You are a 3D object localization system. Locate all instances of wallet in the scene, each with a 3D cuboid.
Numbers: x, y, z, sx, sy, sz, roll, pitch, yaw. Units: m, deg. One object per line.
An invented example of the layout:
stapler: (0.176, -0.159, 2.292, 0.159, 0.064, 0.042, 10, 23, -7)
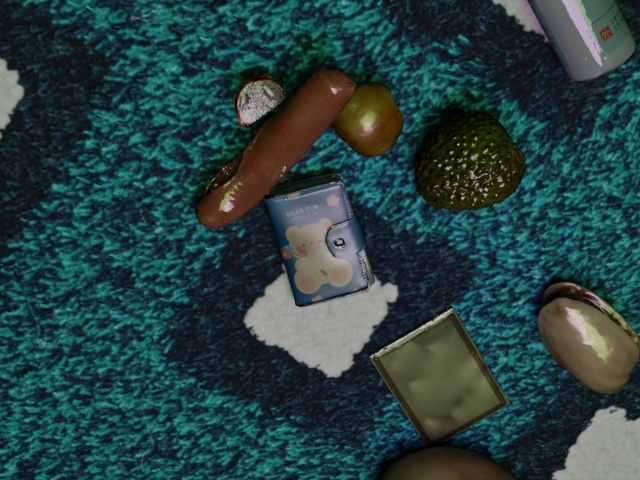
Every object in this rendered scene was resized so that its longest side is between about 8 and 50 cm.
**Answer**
wallet: (0.000, 0.000, 1.464, 0.141, 0.059, 0.202, -15, 110, 5)

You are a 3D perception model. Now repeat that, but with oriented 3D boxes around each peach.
peach: (0.230, 0.499, 1.587, 0.292, 0.247, 0.292, 0, 89, -9)

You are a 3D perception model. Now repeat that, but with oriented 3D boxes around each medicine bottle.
medicine bottle: (0.336, -0.403, 1.333, 0.110, 0.110, 0.352, -33, 111, 5)

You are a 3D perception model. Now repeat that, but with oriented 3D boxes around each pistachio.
pistachio: (0.455, 0.168, 1.557, 0.152, 0.126, 0.223, -19, 116, 38)

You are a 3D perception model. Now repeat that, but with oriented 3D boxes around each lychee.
lychee: (0.222, -0.115, 1.401, 0.171, 0.171, 0.171, -3, 111, -7)

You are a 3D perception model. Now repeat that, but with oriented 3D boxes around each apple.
apple: (0.073, -0.183, 1.385, 0.102, 0.099, 0.114, -42, 107, 6)

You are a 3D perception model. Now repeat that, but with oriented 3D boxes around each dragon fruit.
dragon fruit: (-0.099, -0.215, 1.371, 0.083, 0.056, 0.060, -36, 113, 1)

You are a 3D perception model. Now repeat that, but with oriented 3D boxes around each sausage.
sausage: (-0.070, -0.135, 1.372, 0.326, 0.087, 0.079, -45, 77, 23)

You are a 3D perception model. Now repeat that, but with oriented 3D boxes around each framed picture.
framed picture: (0.211, 0.245, 1.609, 0.173, 0.010, 0.231, -30, 111, 4)
